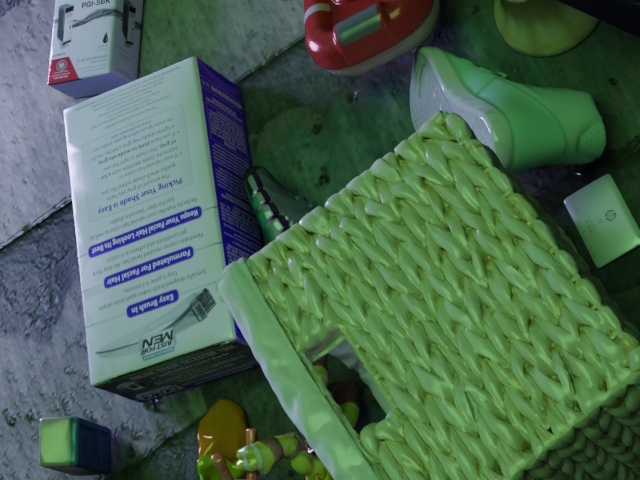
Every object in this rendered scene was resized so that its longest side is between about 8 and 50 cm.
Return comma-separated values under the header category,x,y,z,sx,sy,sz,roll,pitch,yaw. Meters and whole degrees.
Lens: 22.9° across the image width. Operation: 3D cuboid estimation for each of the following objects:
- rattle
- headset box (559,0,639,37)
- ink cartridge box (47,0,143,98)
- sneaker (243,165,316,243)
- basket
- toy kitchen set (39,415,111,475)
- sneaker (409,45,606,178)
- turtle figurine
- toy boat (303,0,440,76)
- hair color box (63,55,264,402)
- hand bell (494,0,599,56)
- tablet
category,x,y,z,sx,sy,sz,roll,pitch,yaw
rattle,-0.117,0.218,1.587,0.130,0.200,0.142,4,77,31
headset box,0.334,-0.265,1.399,0.246,0.283,0.131,-1,70,67
ink cartridge box,-0.271,-0.249,1.908,0.099,0.056,0.135,-7,72,29
sneaker,0.000,0.000,1.678,0.098,0.083,0.223,-27,63,-6
basket,0.143,0.118,1.403,0.266,0.331,0.328,-39,60,8
toy kitchen set,-0.204,0.295,1.689,0.166,0.122,0.207,-3,77,9
sneaker,0.189,-0.130,1.600,0.256,0.151,0.094,-127,37,-58
turtle figurine,0.000,0.201,1.519,0.087,0.269,0.217,-39,35,25
toy boat,0.031,-0.296,1.673,0.151,0.151,0.231,-25,42,21
hair color box,-0.167,-0.011,1.745,0.185,0.110,0.339,-19,65,23
hand bell,0.181,-0.279,1.546,0.126,0.242,0.126,-9,71,28
tablet,0.278,-0.019,1.550,0.054,0.006,0.083,-32,62,18
